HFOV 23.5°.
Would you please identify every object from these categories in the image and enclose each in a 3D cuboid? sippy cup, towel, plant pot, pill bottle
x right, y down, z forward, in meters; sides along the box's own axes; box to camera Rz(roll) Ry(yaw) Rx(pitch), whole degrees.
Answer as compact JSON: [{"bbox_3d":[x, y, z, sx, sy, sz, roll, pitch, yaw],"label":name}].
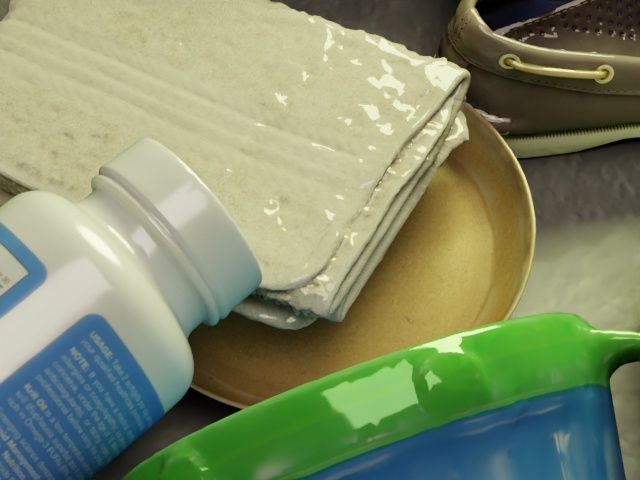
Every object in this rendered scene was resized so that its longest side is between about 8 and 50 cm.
[{"bbox_3d":[0.052,0.177,0.685,0.240,0.305,0.224,-7,70,-45],"label":"sippy cup"},{"bbox_3d":[-0.072,-0.067,0.857,0.282,0.049,0.187,24,59,20],"label":"towel"},{"bbox_3d":[0.000,0.000,0.853,0.236,0.032,0.236,-2,55,3],"label":"plant pot"},{"bbox_3d":[-0.137,0.056,0.704,0.221,0.124,0.124,-40,72,-15],"label":"pill bottle"}]

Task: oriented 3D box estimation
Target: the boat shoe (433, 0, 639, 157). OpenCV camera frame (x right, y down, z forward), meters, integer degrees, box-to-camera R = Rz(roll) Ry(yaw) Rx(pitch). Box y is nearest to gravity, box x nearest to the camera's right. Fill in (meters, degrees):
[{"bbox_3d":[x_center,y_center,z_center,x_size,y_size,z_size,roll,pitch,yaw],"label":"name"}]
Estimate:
[{"bbox_3d":[0.224,-0.130,0.930,0.324,0.097,0.117,-10,63,-11],"label":"boat shoe"}]
